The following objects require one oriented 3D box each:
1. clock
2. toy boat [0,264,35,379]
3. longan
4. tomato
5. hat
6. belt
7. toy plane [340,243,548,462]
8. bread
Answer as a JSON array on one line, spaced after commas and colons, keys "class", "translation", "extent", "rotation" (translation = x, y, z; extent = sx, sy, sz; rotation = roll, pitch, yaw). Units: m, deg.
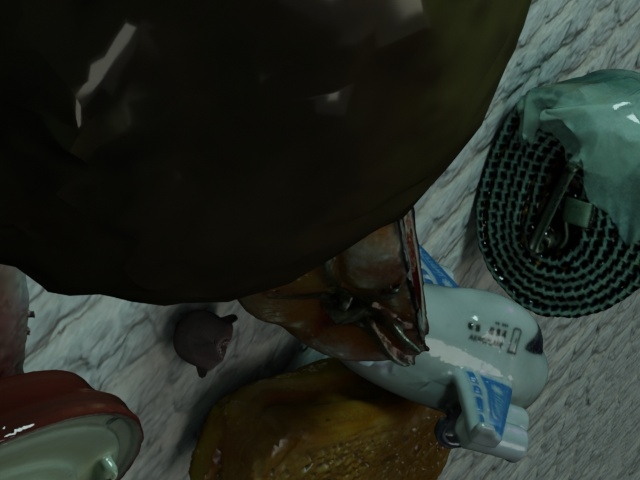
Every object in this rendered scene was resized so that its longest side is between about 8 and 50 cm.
[{"class": "clock", "translation": [-0.245, 0.194, 1.139], "extent": [0.318, 0.080, 0.318], "rotation": [-33, 165, -10]}, {"class": "toy boat", "translation": [-0.298, 0.071, 1.073], "extent": [0.282, 0.096, 0.206], "rotation": [-14, 133, -42]}, {"class": "longan", "translation": [-0.089, -0.157, 0.848], "extent": [0.391, 0.391, 0.391], "rotation": [-44, 150, -34]}, {"class": "tomato", "translation": [0.000, 0.000, 1.452], "extent": [0.214, 0.155, 0.181], "rotation": [73, 14, -51]}, {"class": "hat", "translation": [-0.097, 0.077, 1.501], "extent": [0.058, 0.042, 0.087], "rotation": [-59, -171, 1]}, {"class": "belt", "translation": [0.276, -0.048, 1.877], "extent": [0.150, 0.207, 0.257], "rotation": [-28, 147, -54]}, {"class": "toy plane", "translation": [0.103, 0.085, 1.667], "extent": [0.122, 0.267, 0.267], "rotation": [-46, 162, 24]}, {"class": "bread", "translation": [0.006, 0.189, 1.726], "extent": [0.380, 0.109, 0.185], "rotation": [-14, 134, -56]}]
